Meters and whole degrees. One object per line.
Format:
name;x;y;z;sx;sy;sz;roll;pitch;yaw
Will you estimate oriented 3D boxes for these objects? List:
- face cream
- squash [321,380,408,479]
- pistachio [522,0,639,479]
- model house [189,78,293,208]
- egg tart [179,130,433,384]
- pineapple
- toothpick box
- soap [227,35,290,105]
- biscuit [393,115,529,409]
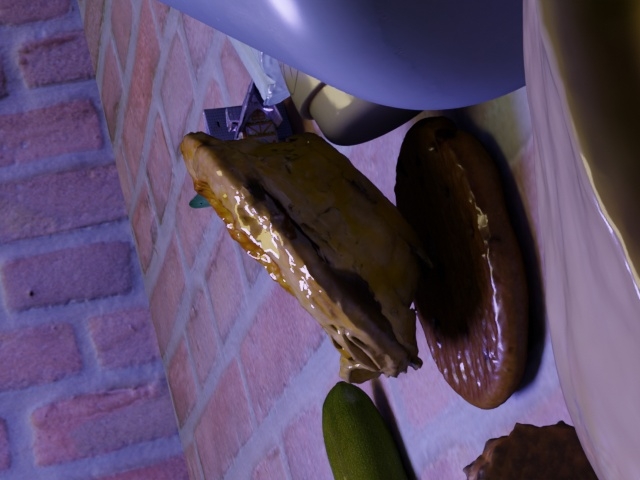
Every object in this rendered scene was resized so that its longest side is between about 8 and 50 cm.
face cream;0.028;-0.132;1.119;0.104;0.117;0.117;59;162;12
squash;0.056;0.240;1.421;0.069;0.069;0.258;97;157;-52
pistachio;0.161;-0.005;0.506;0.208;0.226;0.332;-15;94;40
model house;-0.076;-0.100;1.583;0.167;0.117;0.088;119;142;-74
egg tart;0.000;0.000;1.120;0.241;0.106;0.241;49;177;4
pineapple;0.130;0.218;1.034;0.130;0.119;0.277;29;152;9
toothpick box;0.009;-0.197;0.814;0.354;0.263;0.263;35;136;55
soap;-0.046;-0.239;1.410;0.261;0.094;0.150;-120;18;-49
biscuit;0.101;0.016;1.127;0.212;0.036;0.212;167;90;-76
